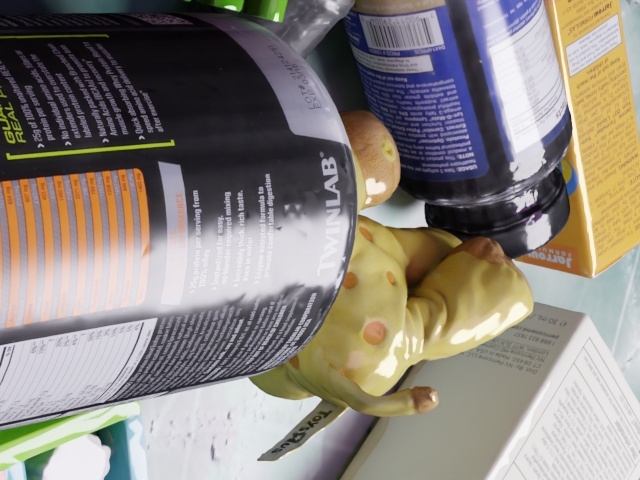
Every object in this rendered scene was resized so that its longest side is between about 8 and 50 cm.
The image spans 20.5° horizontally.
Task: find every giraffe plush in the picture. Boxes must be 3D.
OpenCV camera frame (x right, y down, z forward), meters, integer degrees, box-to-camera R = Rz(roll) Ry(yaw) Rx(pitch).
[{"bbox_3d":[0.000,0.000,1.012,0.210,0.181,0.170,-44,118,-53],"label":"giraffe plush"}]

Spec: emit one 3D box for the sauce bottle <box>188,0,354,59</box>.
[{"bbox_3d":[0.054,-0.220,0.951,0.344,0.111,0.111,-49,139,15],"label":"sauce bottle"}]

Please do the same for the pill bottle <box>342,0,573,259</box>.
[{"bbox_3d":[0.088,-0.099,1.107,0.123,0.123,0.219,-41,127,-33],"label":"pill bottle"}]

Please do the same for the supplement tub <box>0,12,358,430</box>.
[{"bbox_3d":[-0.151,-0.009,0.820,0.316,0.194,0.193,-7,104,-46],"label":"supplement tub"}]

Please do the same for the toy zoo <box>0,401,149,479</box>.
[{"bbox_3d":[-0.171,0.192,0.966,0.192,0.030,0.293,-19,112,-43],"label":"toy zoo"}]

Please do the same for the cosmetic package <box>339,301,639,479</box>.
[{"bbox_3d":[0.092,0.202,1.192,0.309,0.113,0.160,-53,132,-23],"label":"cosmetic package"}]

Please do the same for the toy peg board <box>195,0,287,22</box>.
[{"bbox_3d":[-0.091,-0.164,0.872,0.161,0.161,0.079,6,99,-48],"label":"toy peg board"}]

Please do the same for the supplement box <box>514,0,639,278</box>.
[{"bbox_3d":[0.165,-0.093,1.225,0.080,0.078,0.233,-36,123,-36],"label":"supplement box"}]
